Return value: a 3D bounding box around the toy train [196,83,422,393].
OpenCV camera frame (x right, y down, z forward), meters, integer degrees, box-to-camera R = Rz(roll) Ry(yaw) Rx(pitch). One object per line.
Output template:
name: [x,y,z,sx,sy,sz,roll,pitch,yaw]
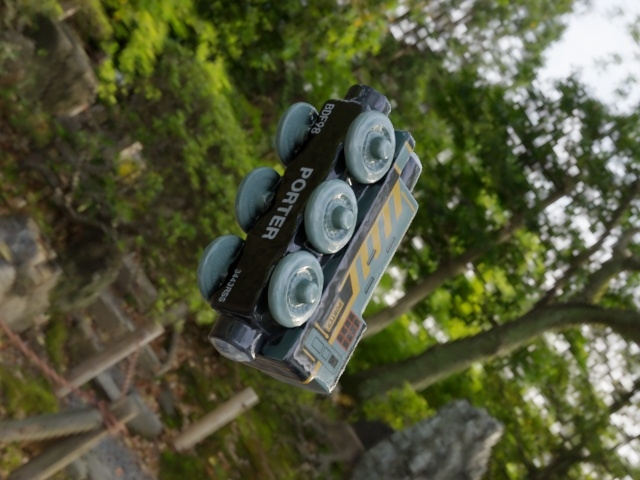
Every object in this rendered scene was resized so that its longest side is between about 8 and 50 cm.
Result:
toy train: [0.000,0.000,1.182,0.142,0.334,0.190,11,-27,37]
